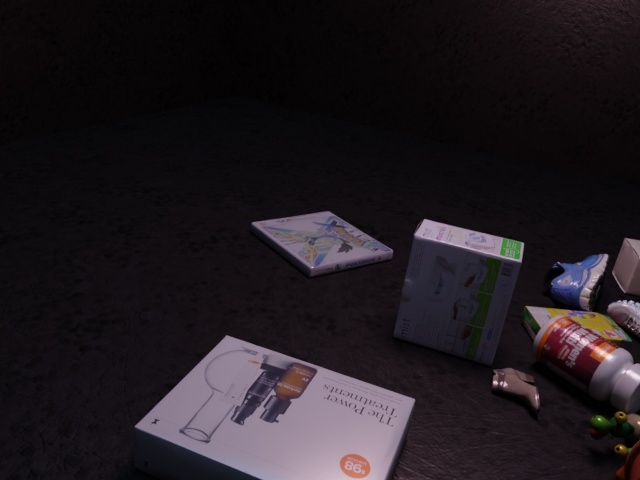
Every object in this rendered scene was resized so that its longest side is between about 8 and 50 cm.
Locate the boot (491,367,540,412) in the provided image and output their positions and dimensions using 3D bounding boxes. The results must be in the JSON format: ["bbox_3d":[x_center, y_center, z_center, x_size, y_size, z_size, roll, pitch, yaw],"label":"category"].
[{"bbox_3d":[0.393,0.303,1.192,0.087,0.042,0.118,4,22,8],"label":"boot"}]

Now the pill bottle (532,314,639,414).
[{"bbox_3d":[0.573,0.260,1.236,0.121,0.121,0.221,-9,29,-33],"label":"pill bottle"}]

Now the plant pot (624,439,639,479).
[{"bbox_3d":[0.496,0.417,0.721,0.272,0.272,0.265,22,35,29],"label":"plant pot"}]

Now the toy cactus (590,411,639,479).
[{"bbox_3d":[0.590,0.368,1.059,0.219,0.112,0.180,10,5,12],"label":"toy cactus"}]

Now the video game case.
[{"bbox_3d":[0.000,0.000,1.750,0.300,0.036,0.329,-10,30,-35],"label":"video game case"}]

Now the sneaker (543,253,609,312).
[{"bbox_3d":[0.706,0.098,1.623,0.147,0.130,0.330,14,15,30],"label":"sneaker"}]

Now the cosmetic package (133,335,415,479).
[{"bbox_3d":[-0.062,0.313,0.959,0.377,0.097,0.284,15,28,16],"label":"cosmetic package"}]

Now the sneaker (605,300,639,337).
[{"bbox_3d":[0.809,0.217,1.464,0.190,0.071,0.083,26,39,26],"label":"sneaker"}]

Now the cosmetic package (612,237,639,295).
[{"bbox_3d":[1.048,0.101,1.729,0.296,0.129,0.153,12,25,8],"label":"cosmetic package"}]

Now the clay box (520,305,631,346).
[{"bbox_3d":[0.619,0.220,1.424,0.222,0.053,0.127,7,23,-5],"label":"clay box"}]

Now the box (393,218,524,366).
[{"bbox_3d":[0.303,0.115,1.309,0.231,0.262,0.127,14,24,17],"label":"box"}]

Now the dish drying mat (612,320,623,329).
[{"bbox_3d":[0.760,0.221,1.519,0.083,0.008,0.032,-5,28,-25],"label":"dish drying mat"}]
